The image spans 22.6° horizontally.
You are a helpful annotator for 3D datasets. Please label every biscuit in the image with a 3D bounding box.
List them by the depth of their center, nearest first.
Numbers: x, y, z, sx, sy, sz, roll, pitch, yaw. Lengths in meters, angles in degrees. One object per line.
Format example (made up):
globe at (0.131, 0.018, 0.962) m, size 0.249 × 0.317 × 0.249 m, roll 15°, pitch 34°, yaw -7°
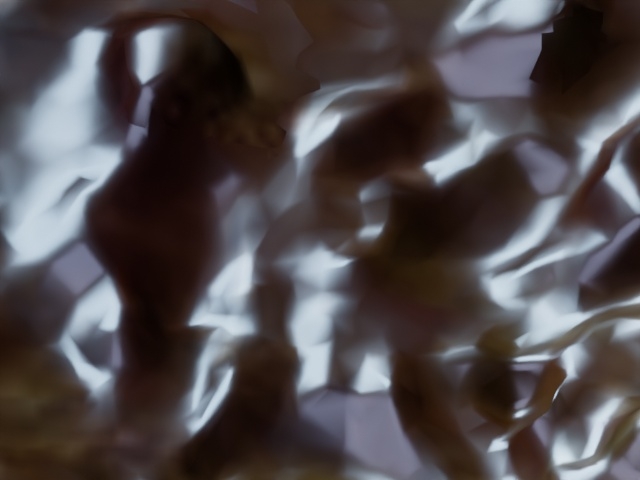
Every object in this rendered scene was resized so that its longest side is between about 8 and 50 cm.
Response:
biscuit at (-0.063, -0.091, 0.361) m, size 0.395 × 0.166 × 0.342 m, roll 4°, pitch 128°, yaw -11°
